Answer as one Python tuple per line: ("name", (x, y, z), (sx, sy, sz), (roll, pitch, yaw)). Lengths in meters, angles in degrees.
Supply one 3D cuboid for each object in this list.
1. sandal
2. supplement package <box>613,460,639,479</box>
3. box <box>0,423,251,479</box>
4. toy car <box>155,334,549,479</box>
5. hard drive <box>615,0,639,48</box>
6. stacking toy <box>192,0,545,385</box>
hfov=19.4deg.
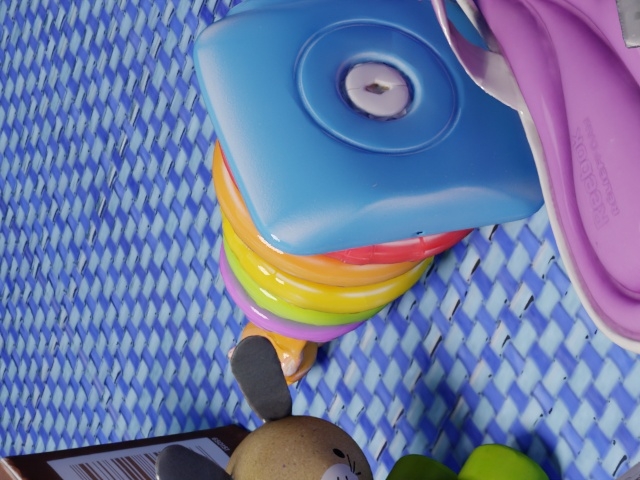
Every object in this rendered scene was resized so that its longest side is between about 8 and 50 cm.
("sandal", (0.106, -0.135, 0.957), (0.169, 0.102, 0.416), (-52, 52, 46))
("supplement package", (0.228, 0.151, 0.718), (0.244, 0.134, 0.139), (-7, 103, 45))
("box", (-0.134, 0.332, 1.297), (0.143, 0.191, 0.381), (38, 125, 48))
("toy car", (0.004, 0.143, 1.024), (0.188, 0.155, 0.149), (45, 150, -17))
("hard drive", (0.228, -0.182, 0.747), (0.254, 0.054, 0.172), (-16, 81, 34))
("stacking toy", (0.000, 0.000, 1.121), (0.302, 0.175, 0.166), (110, 145, -54))
